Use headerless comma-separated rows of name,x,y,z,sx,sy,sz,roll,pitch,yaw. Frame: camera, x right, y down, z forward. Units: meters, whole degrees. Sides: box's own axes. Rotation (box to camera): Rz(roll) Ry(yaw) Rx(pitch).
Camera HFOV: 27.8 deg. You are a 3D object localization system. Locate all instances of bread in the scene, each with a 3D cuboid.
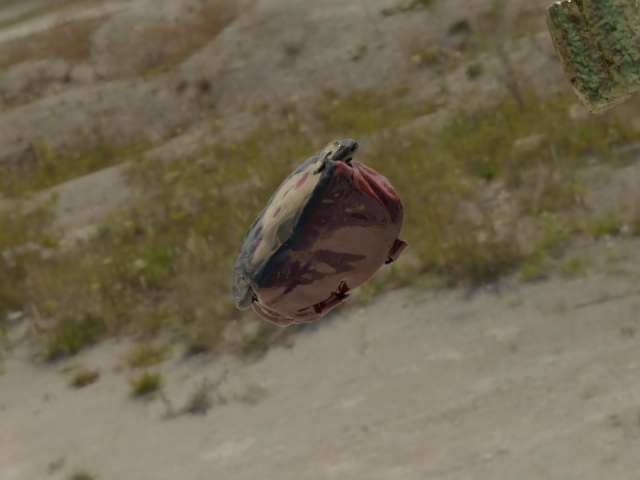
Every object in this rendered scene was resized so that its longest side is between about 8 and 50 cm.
bread,0.326,-0.222,1.470,0.102,0.138,0.196,-22,3,18

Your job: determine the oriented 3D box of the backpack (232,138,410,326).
backpack,-0.002,-0.002,1.455,0.229,0.139,0.229,-51,11,14
